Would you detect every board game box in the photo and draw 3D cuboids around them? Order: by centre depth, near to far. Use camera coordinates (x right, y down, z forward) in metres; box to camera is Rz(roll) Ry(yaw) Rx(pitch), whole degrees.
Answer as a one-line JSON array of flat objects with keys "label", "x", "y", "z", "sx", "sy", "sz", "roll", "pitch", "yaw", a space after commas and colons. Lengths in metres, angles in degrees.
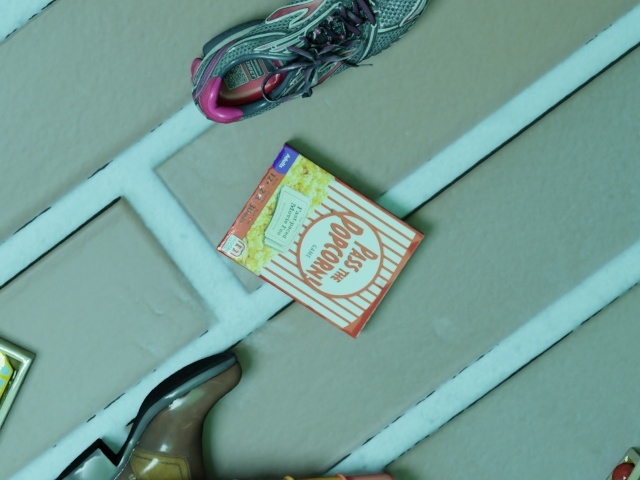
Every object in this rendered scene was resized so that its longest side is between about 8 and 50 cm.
[{"label": "board game box", "x": 0.000, "y": 0.000, "z": 1.657, "sx": 0.193, "sy": 0.045, "sz": 0.146, "roll": 32, "pitch": 95, "yaw": -4}]

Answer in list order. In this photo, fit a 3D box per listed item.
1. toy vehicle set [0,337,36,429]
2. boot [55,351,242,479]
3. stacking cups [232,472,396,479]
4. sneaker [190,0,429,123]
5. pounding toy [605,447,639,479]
[{"label": "toy vehicle set", "x": -0.465, "y": 0.217, "z": 1.679, "sx": 0.166, "sy": 0.035, "sz": 0.266, "roll": 26, "pitch": 95, "yaw": -3}, {"label": "boot", "x": -0.123, "y": 0.301, "z": 1.666, "sx": 0.264, "sy": 0.096, "sz": 0.280, "roll": -42, "pitch": 99, "yaw": -4}, {"label": "stacking cups", "x": -0.062, "y": 0.313, "z": 1.610, "sx": 0.316, "sy": 0.096, "sz": 0.096, "roll": -1, "pitch": 96, "yaw": -16}, {"label": "sneaker", "x": -0.004, "y": -0.216, "z": 1.584, "sx": 0.299, "sy": 0.112, "sz": 0.121, "roll": -32, "pitch": 112, "yaw": 9}, {"label": "pounding toy", "x": 0.361, "y": 0.301, "z": 1.646, "sx": 0.100, "sy": 0.141, "sz": 0.130, "roll": 36, "pitch": 94, "yaw": -4}]
